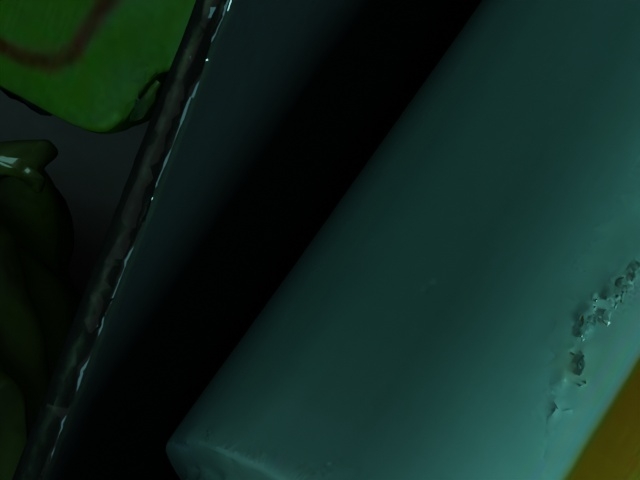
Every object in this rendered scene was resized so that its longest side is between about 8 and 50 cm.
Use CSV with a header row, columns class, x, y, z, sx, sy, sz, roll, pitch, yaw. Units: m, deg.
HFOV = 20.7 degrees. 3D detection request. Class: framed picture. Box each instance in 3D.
class,x,y,z,sx,sy,sz,roll,pitch,yaw
framed picture,0.000,0.000,0.499,0.013,0.244,0.324,27,103,19

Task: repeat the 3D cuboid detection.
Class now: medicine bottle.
class,x,y,z,sx,sy,sz,roll,pitch,yaw
medicine bottle,0.081,0.016,0.458,0.158,0.158,0.318,33,73,10

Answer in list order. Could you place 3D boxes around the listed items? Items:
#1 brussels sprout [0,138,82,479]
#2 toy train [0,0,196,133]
class,x,y,z,sx,sy,sz,roll,pitch,yaw
brussels sprout,-0.283,0.110,0.538,0.425,0.342,0.361,12,91,10
toy train,-0.080,-0.177,0.549,0.307,0.173,0.249,29,109,11
